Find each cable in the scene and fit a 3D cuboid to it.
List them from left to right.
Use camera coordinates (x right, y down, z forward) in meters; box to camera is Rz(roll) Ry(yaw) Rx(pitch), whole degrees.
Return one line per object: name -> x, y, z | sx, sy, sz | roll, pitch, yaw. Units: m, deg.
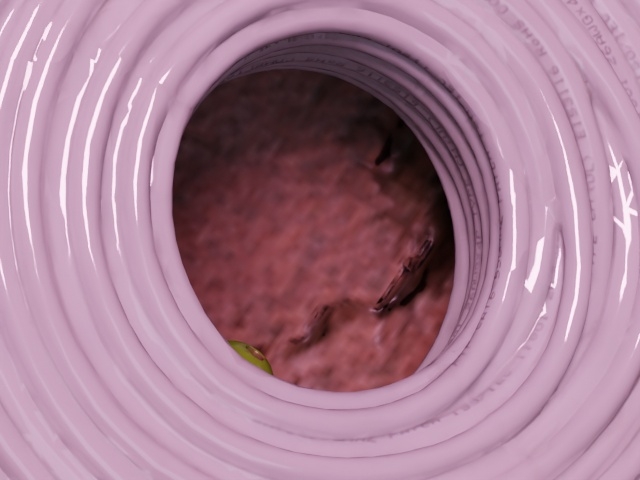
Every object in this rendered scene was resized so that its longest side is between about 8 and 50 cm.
cable -> 0.000, 0.000, 0.495 | 0.257, 0.089, 0.257 | 45, 72, -7

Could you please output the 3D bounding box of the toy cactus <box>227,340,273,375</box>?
toy cactus -> -0.030, 0.138, 0.580 | 0.181, 0.112, 0.219 | 13, 95, -25
